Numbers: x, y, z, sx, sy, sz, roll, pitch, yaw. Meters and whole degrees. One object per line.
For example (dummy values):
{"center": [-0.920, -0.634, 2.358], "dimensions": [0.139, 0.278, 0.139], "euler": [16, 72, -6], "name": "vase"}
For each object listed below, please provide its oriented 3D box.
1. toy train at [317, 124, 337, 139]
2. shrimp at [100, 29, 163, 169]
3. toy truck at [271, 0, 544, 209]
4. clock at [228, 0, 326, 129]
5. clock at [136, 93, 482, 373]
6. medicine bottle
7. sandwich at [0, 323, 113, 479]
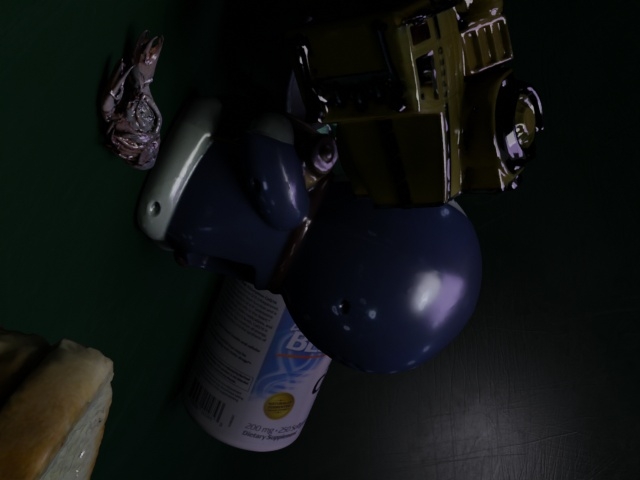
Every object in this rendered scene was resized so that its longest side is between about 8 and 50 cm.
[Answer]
{"center": [0.023, -0.181, 0.976], "dimensions": [0.253, 0.105, 0.157], "euler": [-64, -171, -28], "name": "toy train"}
{"center": [-0.103, -0.070, 0.483], "dimensions": [0.038, 0.029, 0.092], "euler": [-50, 159, -45], "name": "shrimp"}
{"center": [0.032, -0.135, 0.488], "dimensions": [0.127, 0.127, 0.257], "euler": [-43, 123, -45], "name": "toy truck"}
{"center": [0.041, -0.235, 0.710], "dimensions": [0.319, 0.066, 0.319], "euler": [-55, 170, -15], "name": "clock"}
{"center": [0.000, 0.000, 0.656], "dimensions": [0.147, 0.243, 0.199], "euler": [-63, 176, -16], "name": "clock"}
{"center": [-0.049, 0.092, 1.055], "dimensions": [0.157, 0.157, 0.289], "euler": [-53, 166, -70], "name": "medicine bottle"}
{"center": [-0.187, 0.186, 0.388], "dimensions": [0.249, 0.095, 0.273], "euler": [-66, 176, -52], "name": "sandwich"}
